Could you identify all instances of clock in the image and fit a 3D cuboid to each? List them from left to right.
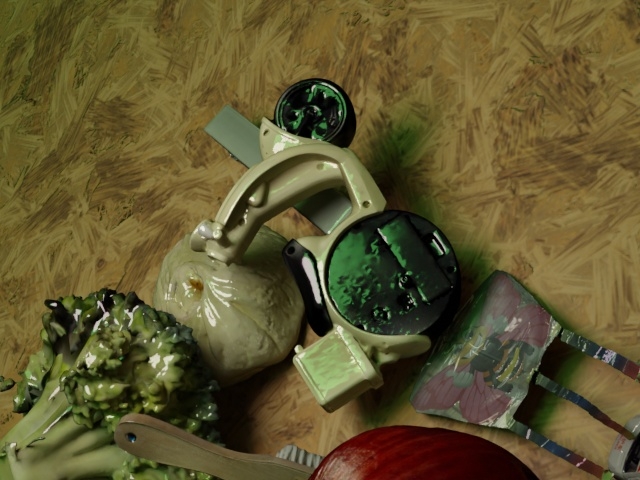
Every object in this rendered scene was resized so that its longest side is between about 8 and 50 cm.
[{"bbox_3d":[0.000,0.000,1.651,0.276,0.120,0.379,-35,69,-3],"label":"clock"}]

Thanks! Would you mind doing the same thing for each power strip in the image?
[{"bbox_3d":[-0.036,-0.082,1.857,0.062,0.091,0.385,-50,44,0],"label":"power strip"}]

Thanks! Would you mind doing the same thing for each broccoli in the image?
[{"bbox_3d":[-0.288,0.239,1.687,0.293,0.281,0.347,6,110,46],"label":"broccoli"}]

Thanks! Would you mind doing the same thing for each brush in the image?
[{"bbox_3d":[-0.081,0.262,1.568,0.065,0.327,0.070,-79,8,-60],"label":"brush"}]

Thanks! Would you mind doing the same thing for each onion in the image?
[{"bbox_3d":[0.119,0.351,1.300,0.341,0.341,0.341,-21,52,29],"label":"onion"}]

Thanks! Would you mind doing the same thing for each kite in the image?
[{"bbox_3d":[0.233,0.146,1.487,0.204,0.022,0.360,-57,32,-7],"label":"kite"}]

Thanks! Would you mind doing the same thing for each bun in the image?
[{"bbox_3d":[-0.131,0.073,1.799,0.244,0.153,0.244,-18,53,25],"label":"bun"}]

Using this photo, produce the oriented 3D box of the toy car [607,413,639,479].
[{"bbox_3d":[0.367,0.227,1.310,0.210,0.108,0.089,22,79,46],"label":"toy car"}]
